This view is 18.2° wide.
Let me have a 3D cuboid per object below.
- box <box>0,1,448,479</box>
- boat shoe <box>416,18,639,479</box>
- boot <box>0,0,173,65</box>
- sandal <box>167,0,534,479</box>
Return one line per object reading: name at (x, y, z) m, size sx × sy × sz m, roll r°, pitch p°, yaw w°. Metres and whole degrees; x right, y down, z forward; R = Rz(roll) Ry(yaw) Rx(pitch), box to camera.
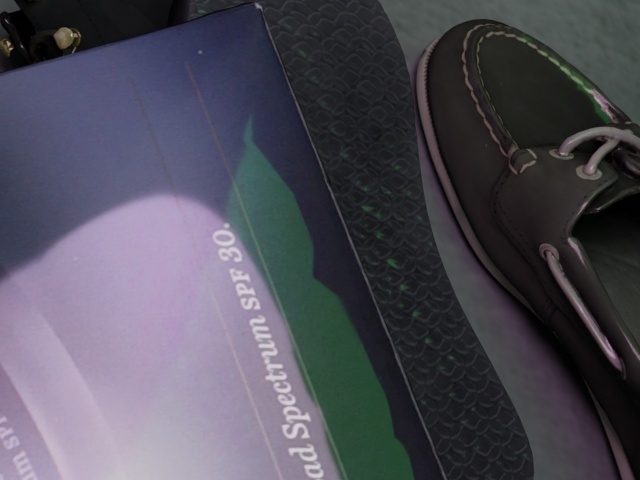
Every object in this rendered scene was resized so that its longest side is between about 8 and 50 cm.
box at (-0.112, 0.128, 0.575) m, size 0.294 × 0.183 × 0.296 m, roll -18°, pitch 73°, yaw -14°
boat shoe at (0.157, 0.028, 0.916) m, size 0.112 × 0.095 × 0.335 m, roll -15°, pitch 73°, yaw -38°
boot at (-0.090, -0.025, 0.803) m, size 0.236 × 0.085 × 0.178 m, roll -30°, pitch 78°, yaw -40°
sandal at (-0.001, 0.001, 0.759) m, size 0.097 × 0.054 × 0.254 m, roll -13°, pitch 81°, yaw -33°
